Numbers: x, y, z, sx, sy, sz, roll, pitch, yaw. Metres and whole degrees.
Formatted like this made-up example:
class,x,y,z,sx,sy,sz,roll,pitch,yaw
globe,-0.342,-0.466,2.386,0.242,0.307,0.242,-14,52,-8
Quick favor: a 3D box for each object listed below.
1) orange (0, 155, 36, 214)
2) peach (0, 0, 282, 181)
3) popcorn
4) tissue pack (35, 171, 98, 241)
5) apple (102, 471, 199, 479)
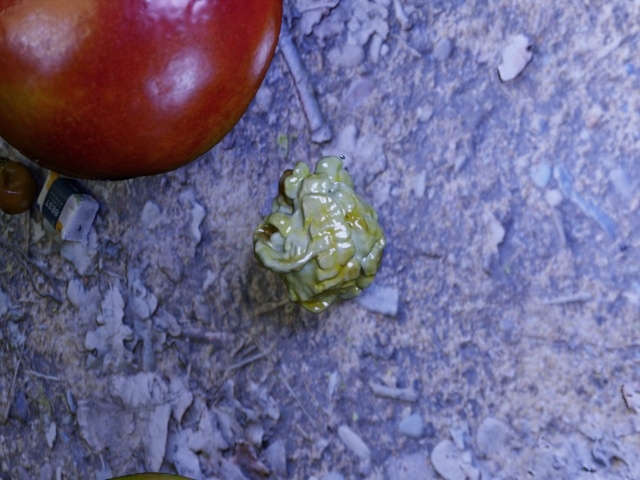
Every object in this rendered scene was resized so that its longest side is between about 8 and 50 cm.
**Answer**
class,x,y,z,sx,sy,sz,roll,pitch,yaw
orange,-0.416,-0.076,1.780,0.086,0.062,0.086,60,166,26
peach,-0.218,-0.248,1.420,0.370,0.370,0.370,-4,83,43
popcorn,0.000,0.000,1.351,0.135,0.162,0.141,20,129,8
tissue pack,-0.329,-0.045,1.709,0.083,0.042,0.062,43,112,36
apple,-0.195,0.411,1.369,0.339,0.339,0.340,-4,83,43
